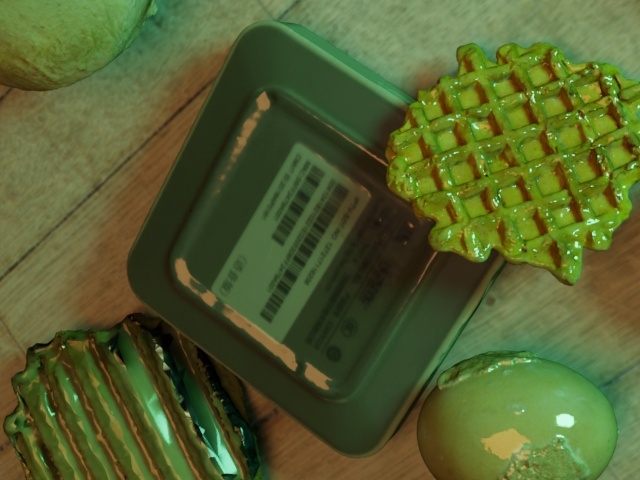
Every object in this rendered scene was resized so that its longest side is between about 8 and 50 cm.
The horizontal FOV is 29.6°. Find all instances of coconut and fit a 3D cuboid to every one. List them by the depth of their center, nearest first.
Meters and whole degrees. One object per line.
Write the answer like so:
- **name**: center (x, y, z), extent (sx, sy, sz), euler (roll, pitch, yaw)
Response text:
- **coconut**: center (-0.308, -0.304, 1.291), extent (0.297, 0.254, 0.297), euler (-7, 72, 21)

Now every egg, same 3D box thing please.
- **egg**: center (0.195, 0.190, 1.212), extent (0.201, 0.164, 0.164), euler (-4, 98, 24)

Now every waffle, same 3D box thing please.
- **waffle**: center (0.189, -0.082, 1.157), extent (0.238, 0.059, 0.243), euler (26, 74, 12)

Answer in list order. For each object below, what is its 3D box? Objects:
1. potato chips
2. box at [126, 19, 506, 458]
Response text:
- **potato chips**: center (-0.215, 0.295, 1.475), extent (0.358, 0.070, 0.429), euler (-30, 85, 29)
- **box**: center (0.000, 0.000, 1.303), extent (0.373, 0.090, 0.367), euler (35, 112, 16)
